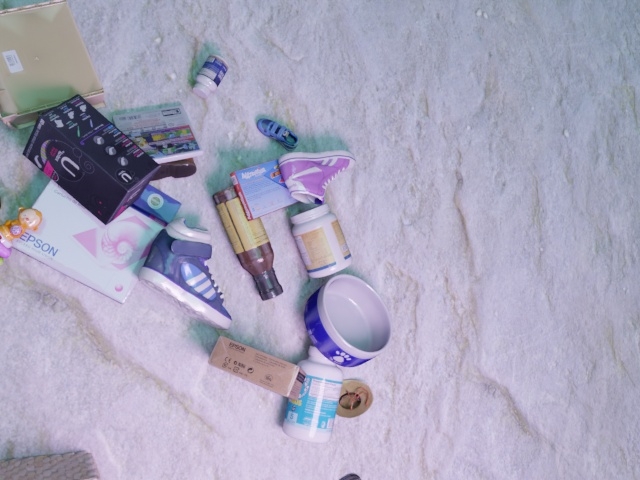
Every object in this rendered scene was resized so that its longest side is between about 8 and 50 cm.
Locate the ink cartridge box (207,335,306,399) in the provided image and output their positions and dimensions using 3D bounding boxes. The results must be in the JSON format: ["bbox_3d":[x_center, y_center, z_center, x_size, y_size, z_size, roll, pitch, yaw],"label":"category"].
[{"bbox_3d":[-0.167,0.350,1.583,0.235,0.193,0.088,20,75,10],"label":"ink cartridge box"}]

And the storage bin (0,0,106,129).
[{"bbox_3d":[-0.727,-0.449,1.489,0.261,0.123,0.262,-23,95,-23],"label":"storage bin"}]

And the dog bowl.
[{"bbox_3d":[0.085,0.239,1.729,0.265,0.104,0.264,25,44,-26],"label":"dog bowl"}]

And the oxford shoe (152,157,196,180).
[{"bbox_3d":[-0.460,-0.216,1.622,0.213,0.076,0.076,-5,57,-27],"label":"oxford shoe"}]

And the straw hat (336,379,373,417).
[{"bbox_3d":[0.092,0.505,1.798,0.145,0.144,0.061,-26,139,-23],"label":"straw hat"}]

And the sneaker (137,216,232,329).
[{"bbox_3d":[-0.324,0.080,1.604,0.323,0.130,0.236,42,63,-33],"label":"sneaker"}]

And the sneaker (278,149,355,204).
[{"bbox_3d":[0.006,-0.185,1.767,0.282,0.102,0.160,-11,77,-36],"label":"sneaker"}]

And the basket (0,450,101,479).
[{"bbox_3d":[-0.674,0.659,1.314,0.329,0.331,0.266,2,83,-24],"label":"basket"}]

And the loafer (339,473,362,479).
[{"bbox_3d":[0.042,0.823,1.741,0.268,0.084,0.096,-40,101,-21],"label":"loafer"}]

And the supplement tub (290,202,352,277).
[{"bbox_3d":[0.000,0.000,1.755,0.145,0.144,0.199,-23,95,-23],"label":"supplement tub"}]

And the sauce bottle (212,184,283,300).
[{"bbox_3d":[-0.204,0.008,1.687,0.112,0.111,0.344,-23,96,-23],"label":"sauce bottle"}]

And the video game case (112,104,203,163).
[{"bbox_3d":[-0.450,-0.290,1.604,0.202,0.023,0.183,-15,62,-25],"label":"video game case"}]

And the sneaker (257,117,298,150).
[{"bbox_3d":[-0.126,-0.331,1.773,0.144,0.059,0.053,29,77,-18],"label":"sneaker"}]

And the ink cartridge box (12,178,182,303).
[{"bbox_3d":[-0.587,-0.048,1.548,0.324,0.071,0.329,32,76,-18],"label":"ink cartridge box"}]

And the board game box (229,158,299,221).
[{"bbox_3d":[-0.136,-0.163,1.711,0.281,0.027,0.144,-26,98,-48],"label":"board game box"}]

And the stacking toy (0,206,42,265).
[{"bbox_3d":[-0.801,0.017,1.375,0.302,0.166,0.175,-34,100,-13],"label":"stacking toy"}]

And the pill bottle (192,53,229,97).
[{"bbox_3d":[-0.323,-0.479,1.695,0.067,0.067,0.120,31,75,-18],"label":"pill bottle"}]

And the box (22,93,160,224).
[{"bbox_3d":[-0.574,-0.201,1.456,0.270,0.165,0.143,41,41,-8],"label":"box"}]

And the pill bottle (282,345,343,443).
[{"bbox_3d":[-0.016,0.450,1.713,0.146,0.146,0.263,17,79,-21],"label":"pill bottle"}]
